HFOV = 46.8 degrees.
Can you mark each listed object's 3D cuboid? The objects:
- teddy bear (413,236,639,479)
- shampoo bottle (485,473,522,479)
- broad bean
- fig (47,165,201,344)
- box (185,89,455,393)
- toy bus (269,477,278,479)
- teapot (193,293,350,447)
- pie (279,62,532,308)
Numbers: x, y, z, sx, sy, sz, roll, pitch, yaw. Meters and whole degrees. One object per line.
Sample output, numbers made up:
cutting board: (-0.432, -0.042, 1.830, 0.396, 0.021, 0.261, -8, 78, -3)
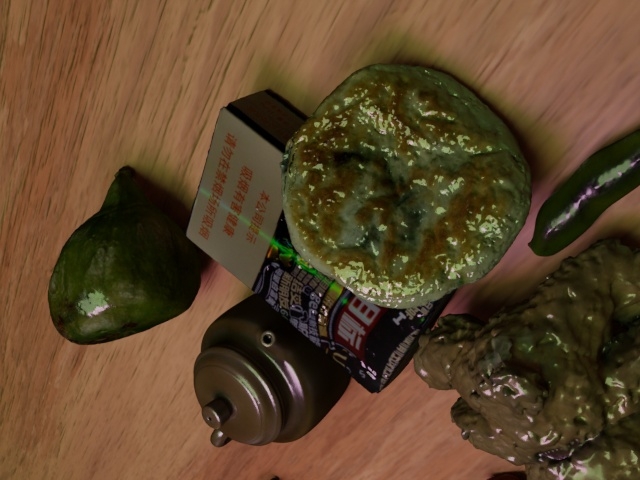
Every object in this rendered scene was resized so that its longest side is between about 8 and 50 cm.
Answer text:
teddy bear: (0.238, 0.160, 0.681, 0.267, 0.156, 0.256, -36, 100, 34)
shampoo bottle: (0.270, 0.422, 0.854, 0.118, 0.076, 0.314, -21, 99, 42)
broad bean: (0.260, -0.050, 0.627, 0.226, 0.039, 0.069, -31, 98, 43)
fig: (-0.270, 0.009, 0.987, 0.203, 0.203, 0.235, -23, 78, 43)
box: (0.000, 0.000, 0.830, 0.310, 0.084, 0.198, 38, 131, 16)
toy bus: (-0.004, 0.502, 1.074, 0.287, 0.138, 0.175, 26, 127, 26)
teapot: (-0.085, 0.183, 0.938, 0.185, 0.175, 0.268, 41, 132, 16)
pie: (0.073, -0.054, 0.692, 0.240, 0.054, 0.241, -2, 83, 18)
